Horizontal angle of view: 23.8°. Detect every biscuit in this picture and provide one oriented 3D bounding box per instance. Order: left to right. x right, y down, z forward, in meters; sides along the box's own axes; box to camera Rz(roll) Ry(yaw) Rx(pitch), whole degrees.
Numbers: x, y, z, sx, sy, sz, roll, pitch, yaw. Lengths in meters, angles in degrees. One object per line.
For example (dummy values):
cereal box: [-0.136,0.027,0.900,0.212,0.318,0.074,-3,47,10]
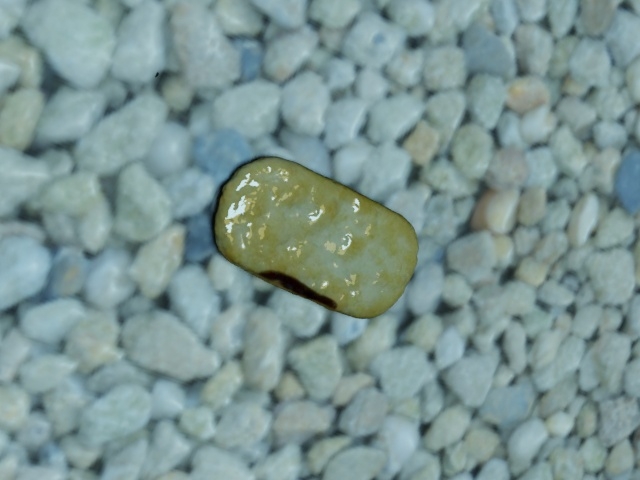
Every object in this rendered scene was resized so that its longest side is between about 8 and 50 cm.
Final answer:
biscuit: [0.000,0.000,0.896,0.147,0.018,0.071,25,89,-33]
